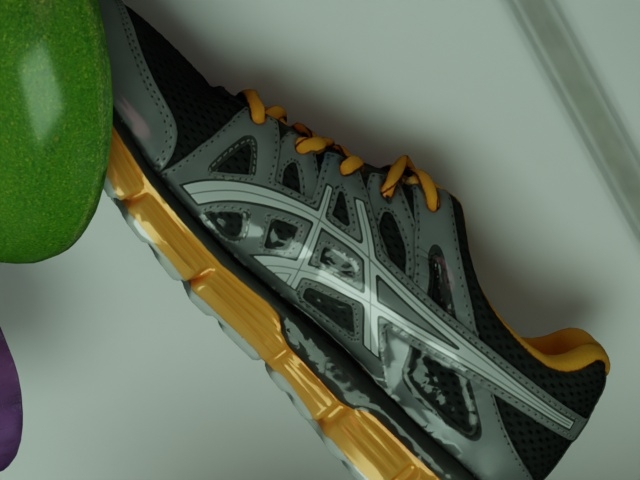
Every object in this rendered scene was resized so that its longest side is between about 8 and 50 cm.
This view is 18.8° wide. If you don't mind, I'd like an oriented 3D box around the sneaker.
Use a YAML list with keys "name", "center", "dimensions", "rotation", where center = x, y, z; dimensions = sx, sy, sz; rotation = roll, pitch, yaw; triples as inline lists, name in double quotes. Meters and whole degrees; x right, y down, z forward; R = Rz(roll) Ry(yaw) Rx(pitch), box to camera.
- name: "sneaker"
  center: [0.000, 0.000, 0.591]
  dimensions: [0.083, 0.084, 0.215]
  rotation: [-43, 103, 1]

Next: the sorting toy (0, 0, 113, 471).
- name: "sorting toy"
  center: [-0.134, -0.063, 0.508]
  dimensions: [0.127, 0.126, 0.365]
  rotation: [44, 135, 36]
